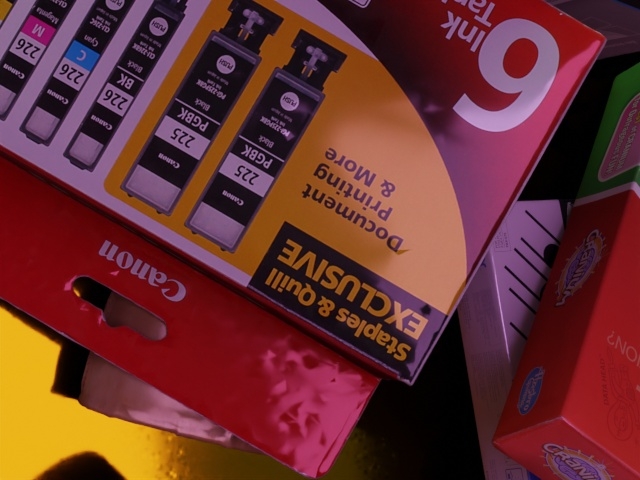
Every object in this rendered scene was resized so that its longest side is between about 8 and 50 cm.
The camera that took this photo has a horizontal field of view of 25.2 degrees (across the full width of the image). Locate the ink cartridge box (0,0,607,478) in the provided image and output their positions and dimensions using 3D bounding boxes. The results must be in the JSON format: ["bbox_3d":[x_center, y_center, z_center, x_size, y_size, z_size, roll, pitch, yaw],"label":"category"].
[{"bbox_3d":[-0.057,-0.057,0.756,0.309,0.130,0.272,30,85,1],"label":"ink cartridge box"}]

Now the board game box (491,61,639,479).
[{"bbox_3d":[0.260,0.059,0.926,0.242,0.064,0.317,36,54,-16],"label":"board game box"}]

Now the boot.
[{"bbox_3d":[0.000,0.000,0.874,0.236,0.089,0.270,16,83,-11],"label":"boot"}]

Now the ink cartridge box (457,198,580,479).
[{"bbox_3d":[0.145,0.078,0.929,0.097,0.046,0.207,-4,81,-34],"label":"ink cartridge box"}]

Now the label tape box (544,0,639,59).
[{"bbox_3d":[0.082,-0.211,0.814,0.347,0.249,0.115,14,85,-24],"label":"label tape box"}]
